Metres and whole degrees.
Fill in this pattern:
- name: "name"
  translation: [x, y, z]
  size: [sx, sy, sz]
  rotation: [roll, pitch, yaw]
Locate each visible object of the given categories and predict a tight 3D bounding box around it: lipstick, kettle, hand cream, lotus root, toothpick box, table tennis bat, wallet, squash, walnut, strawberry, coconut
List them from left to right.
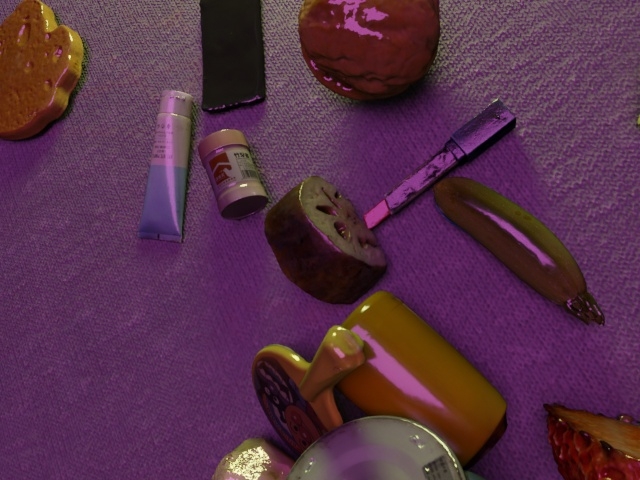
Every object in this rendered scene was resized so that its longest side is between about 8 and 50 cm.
- name: "hand cream"
  translation: [-0.318, -0.153, 1.090]
  size: [0.111, 0.070, 0.312]
  rotation: [7, 90, 18]
- name: "wallet"
  translation: [-0.191, -0.414, 1.107]
  size: [0.146, 0.030, 0.285]
  rotation: [-7, 79, 14]
- name: "toothpick box"
  translation: [-0.171, -0.128, 1.008]
  size: [0.098, 0.098, 0.148]
  rotation: [-26, 74, 12]
- name: "coconut"
  translation: [-0.097, 0.420, 0.858]
  size: [0.153, 0.147, 0.147]
  rotation: [30, 90, 23]
- name: "table tennis bat"
  translation: [-0.019, 0.238, 0.794]
  size: [0.054, 0.368, 0.224]
  rotation: [-26, 68, -36]
- name: "lotus root"
  translation: [0.000, 0.000, 0.907]
  size: [0.234, 0.138, 0.119]
  rotation: [54, 128, 13]
- name: "walnut"
  translation: [0.082, -0.371, 0.903]
  size: [0.257, 0.224, 0.257]
  rotation: [5, 111, 14]
- name: "toothpick box"
  translation: [0.146, 0.222, 0.800]
  size: [0.271, 0.175, 0.175]
  rotation: [40, 93, 18]
- name: "kettle"
  translation: [0.148, 0.433, 0.692]
  size: [0.320, 0.342, 0.247]
  rotation: [-18, 31, 13]
- name: "lipstick"
  translation: [0.200, -0.125, 0.914]
  size: [0.312, 0.051, 0.051]
  rotation: [-38, 72, 10]
- name: "squash"
  translation: [0.322, 0.002, 0.830]
  size: [0.094, 0.094, 0.341]
  rotation: [-47, 67, 5]
- name: "strawberry"
  translation: [0.424, 0.313, 0.644]
  size: [0.254, 0.280, 0.150]
  rotation: [10, 85, 10]

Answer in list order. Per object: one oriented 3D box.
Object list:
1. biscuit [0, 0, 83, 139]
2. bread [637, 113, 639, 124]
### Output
- name: "biscuit"
  translation: [-0.718, -0.410, 1.263]
  size: [0.312, 0.057, 0.351]
  rotation: [23, 89, 20]
- name: "bread"
  translation: [0.685, -0.224, 0.759]
  size: [0.362, 0.077, 0.138]
  rotation: [11, 82, 20]
